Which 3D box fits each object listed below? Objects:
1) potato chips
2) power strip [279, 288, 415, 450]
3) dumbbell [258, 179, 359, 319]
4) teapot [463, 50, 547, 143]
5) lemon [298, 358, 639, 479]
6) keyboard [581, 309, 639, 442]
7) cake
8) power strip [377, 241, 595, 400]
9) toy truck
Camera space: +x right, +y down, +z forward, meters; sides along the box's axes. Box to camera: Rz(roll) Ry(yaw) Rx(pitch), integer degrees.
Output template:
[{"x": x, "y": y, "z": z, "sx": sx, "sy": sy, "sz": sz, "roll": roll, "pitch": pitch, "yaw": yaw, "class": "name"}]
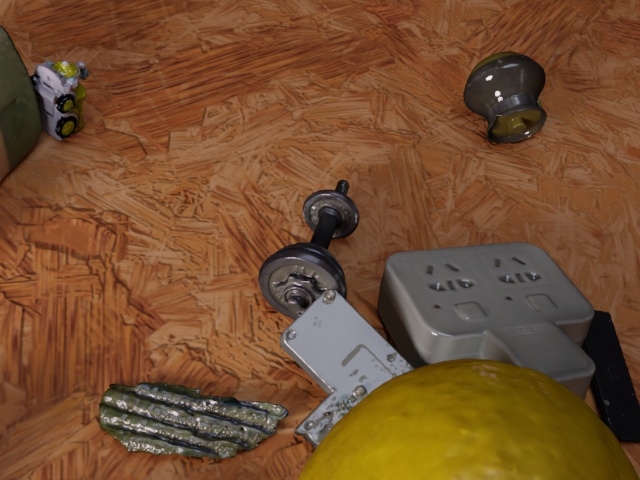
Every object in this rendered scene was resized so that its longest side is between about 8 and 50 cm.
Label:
[{"x": -0.143, "y": 0.202, "z": 0.961, "sx": 0.208, "sy": 0.028, "sz": 0.091, "roll": 11, "pitch": 49, "yaw": -1, "class": "potato chips"}, {"x": 0.037, "y": 0.175, "z": 0.975, "sx": 0.216, "sy": 0.061, "sz": 0.145, "roll": 44, "pitch": 74, "yaw": 8, "class": "power strip"}, {"x": 0.000, "y": 0.000, "z": 1.123, "sx": 0.110, "sy": 0.110, "sz": 0.254, "roll": 18, "pitch": 43, "yaw": 3, "class": "dumbbell"}, {"x": 0.304, "y": -0.219, "z": 1.377, "sx": 0.166, "sy": 0.130, "sz": 0.119, "roll": 13, "pitch": 56, "yaw": -45, "class": "teapot"}, {"x": 0.129, "y": 0.269, "z": 0.768, "sx": 0.348, "sy": 0.348, "sz": 0.347, "roll": 6, "pitch": 49, "yaw": -7, "class": "lemon"}, {"x": 0.365, "y": 0.167, "z": 1.113, "sx": 0.060, "sy": 0.018, "sz": 0.195, "roll": 10, "pitch": 48, "yaw": -14, "class": "keyboard"}, {"x": -0.520, "y": -0.158, "z": 1.171, "sx": 0.284, "sy": 0.172, "sz": 0.158, "roll": -4, "pitch": 37, "yaw": 30, "class": "cake"}, {"x": 0.213, "y": 0.127, "z": 1.061, "sx": 0.230, "sy": 0.141, "sz": 0.261, "roll": -6, "pitch": 37, "yaw": -18, "class": "power strip"}, {"x": -0.353, "y": -0.200, "z": 1.208, "sx": 0.076, "sy": 0.111, "sz": 0.077, "roll": 36, "pitch": 46, "yaw": 17, "class": "toy truck"}]
